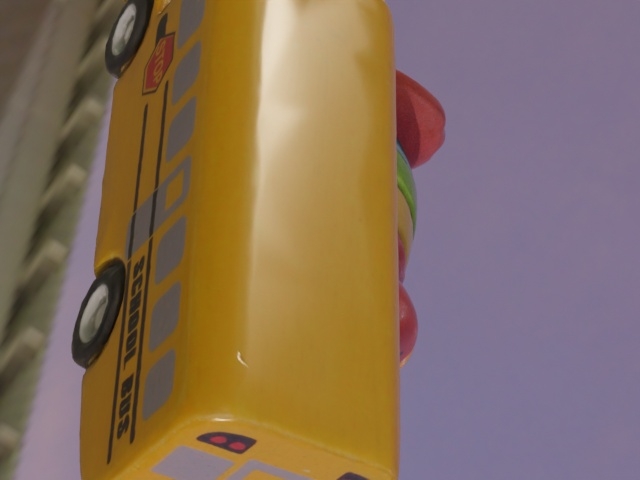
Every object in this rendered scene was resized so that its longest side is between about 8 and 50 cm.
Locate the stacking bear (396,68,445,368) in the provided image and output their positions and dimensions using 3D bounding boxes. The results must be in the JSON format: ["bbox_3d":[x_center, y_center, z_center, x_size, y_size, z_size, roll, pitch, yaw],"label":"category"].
[{"bbox_3d":[0.000,0.000,1.221,0.175,0.164,0.289,-42,-151,23],"label":"stacking bear"}]

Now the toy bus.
[{"bbox_3d":[-0.035,-0.021,0.812,0.130,0.108,0.333,-44,-146,43],"label":"toy bus"}]
